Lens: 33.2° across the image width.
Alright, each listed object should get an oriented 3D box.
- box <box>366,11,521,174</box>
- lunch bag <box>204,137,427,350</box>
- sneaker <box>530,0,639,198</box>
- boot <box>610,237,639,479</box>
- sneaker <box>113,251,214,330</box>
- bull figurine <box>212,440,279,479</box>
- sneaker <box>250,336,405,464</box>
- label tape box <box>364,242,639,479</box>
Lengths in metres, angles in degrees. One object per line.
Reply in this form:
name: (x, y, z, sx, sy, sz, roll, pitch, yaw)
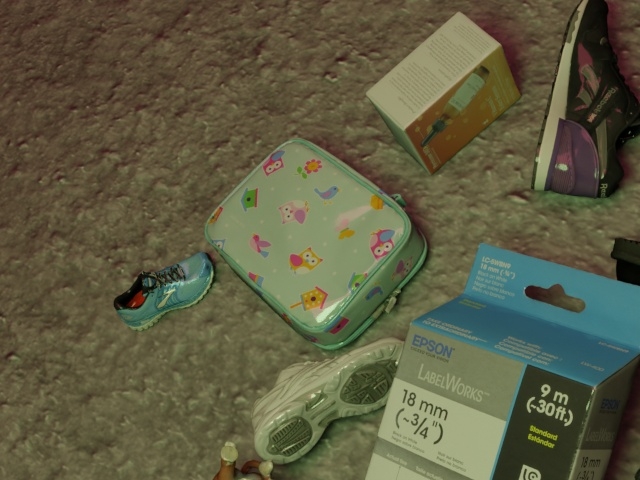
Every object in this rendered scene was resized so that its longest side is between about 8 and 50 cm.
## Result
box: (0.169, -0.198, 1.460, 0.170, 0.130, 0.091, -42, 56, 0)
lunch bag: (0.000, 0.000, 1.449, 0.224, 0.108, 0.279, -46, 56, -7)
sneaker: (0.363, -0.182, 1.401, 0.124, 0.107, 0.283, 12, 73, 13)
boot: (0.409, 0.154, 1.175, 0.348, 0.131, 0.260, 40, 116, 61)
sneaker: (-0.225, 0.068, 1.535, 0.162, 0.073, 0.063, -35, 56, 5)
bull figurine: (-0.099, 0.393, 1.259, 0.101, 0.188, 0.310, 5, 55, -10)
sneaker: (0.004, 0.180, 1.369, 0.232, 0.090, 0.115, -29, 32, -5)
label tape box: (0.202, 0.180, 1.191, 0.240, 0.106, 0.334, 17, 91, 39)
